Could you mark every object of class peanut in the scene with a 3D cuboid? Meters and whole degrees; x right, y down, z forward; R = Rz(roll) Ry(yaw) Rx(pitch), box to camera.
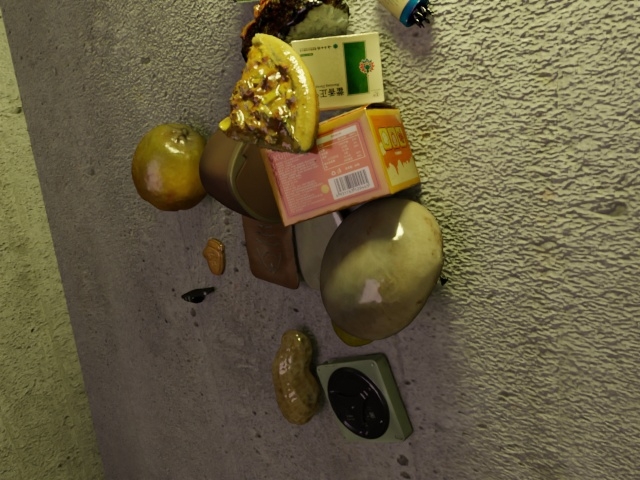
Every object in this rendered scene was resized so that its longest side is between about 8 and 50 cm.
[{"bbox_3d":[-0.078,0.445,1.946,0.153,0.140,0.325,5,105,24],"label":"peanut"}]

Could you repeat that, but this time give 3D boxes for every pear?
[{"bbox_3d":[0.103,0.214,1.672,0.149,0.149,0.162,32,143,32],"label":"pear"}]

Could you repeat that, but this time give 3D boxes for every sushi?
[{"bbox_3d":[-0.074,-0.543,1.552,0.343,0.196,0.182,-36,61,40],"label":"sushi"}]

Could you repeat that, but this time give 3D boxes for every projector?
[{"bbox_3d":[0.122,0.480,1.802,0.257,0.079,0.259,-19,93,45],"label":"projector"}]

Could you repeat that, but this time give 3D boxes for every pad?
[{"bbox_3d":[-0.164,0.004,1.911,0.286,0.018,0.284,11,113,53],"label":"pad"}]

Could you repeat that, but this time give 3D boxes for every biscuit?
[{"bbox_3d":[-0.389,0.059,2.181,0.118,0.023,0.140,16,116,39],"label":"biscuit"}]

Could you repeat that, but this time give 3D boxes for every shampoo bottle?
[{"bbox_3d":[0.185,-0.557,1.372,0.183,0.050,0.087,51,130,18],"label":"shampoo bottle"}]

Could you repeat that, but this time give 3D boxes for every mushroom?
[{"bbox_3d":[0.168,0.078,1.482,0.362,0.294,0.362,-42,34,38],"label":"mushroom"}]

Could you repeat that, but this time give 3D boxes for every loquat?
[{"bbox_3d":[-0.498,-0.241,2.014,0.276,0.276,0.284,40,126,27],"label":"loquat"}]

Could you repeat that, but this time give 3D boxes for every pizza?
[{"bbox_3d":[-0.090,-0.335,1.342,0.257,0.087,0.268,15,84,31],"label":"pizza"}]

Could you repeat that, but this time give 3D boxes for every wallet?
[{"bbox_3d":[-0.003,0.000,1.761,0.335,0.068,0.275,-40,73,51],"label":"wallet"}]

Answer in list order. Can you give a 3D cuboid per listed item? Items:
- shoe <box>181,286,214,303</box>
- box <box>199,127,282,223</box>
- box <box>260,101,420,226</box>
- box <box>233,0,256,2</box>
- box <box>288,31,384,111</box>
[{"bbox_3d":[-0.463,0.215,2.282,0.179,0.071,0.049,-11,101,42],"label":"shoe"},{"bbox_3d":[-0.189,-0.204,1.695,0.216,0.301,0.301,11,113,45],"label":"box"},{"bbox_3d":[0.052,-0.183,1.442,0.283,0.259,0.214,-15,96,26],"label":"box"},{"bbox_3d":[-0.205,-0.710,1.573,0.135,0.243,0.163,29,124,19],"label":"box"},{"bbox_3d":[0.036,-0.404,1.454,0.095,0.211,0.168,-123,25,-72],"label":"box"}]
